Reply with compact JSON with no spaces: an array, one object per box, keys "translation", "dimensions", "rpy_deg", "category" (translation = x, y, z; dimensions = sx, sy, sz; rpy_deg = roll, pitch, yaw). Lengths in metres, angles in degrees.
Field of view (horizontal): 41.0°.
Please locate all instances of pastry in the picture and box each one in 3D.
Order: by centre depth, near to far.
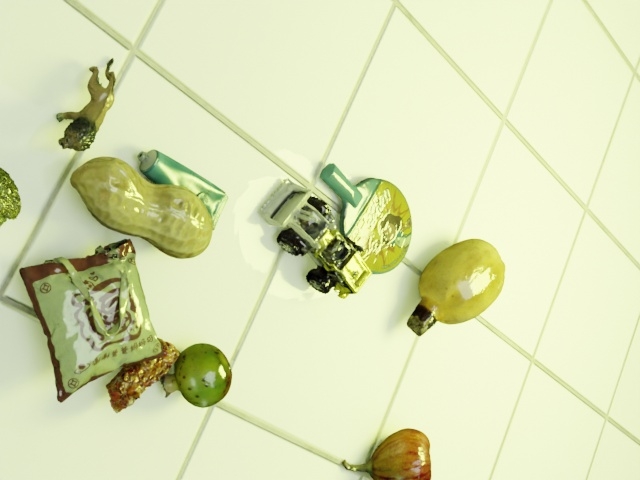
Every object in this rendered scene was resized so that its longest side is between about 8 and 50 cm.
[{"translation":[-0.332,0.241,1.567],"dimensions":[0.063,0.087,0.169],"rpy_deg":[55,45,-11],"category":"pastry"}]

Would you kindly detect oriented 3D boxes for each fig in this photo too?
[{"translation":[0.183,0.539,2.023],"dimensions":[0.202,0.149,0.148],"rpy_deg":[-35,150,-6],"category":"fig"}]

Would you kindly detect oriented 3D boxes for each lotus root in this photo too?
[{"translation":[0.325,0.119,2.094],"dimensions":[0.310,0.183,0.182],"rpy_deg":[-36,117,-27],"category":"lotus root"}]

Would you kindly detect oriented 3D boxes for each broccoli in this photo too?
[{"translation":[-0.536,-0.067,1.339],"dimensions":[0.130,0.131,0.120],"rpy_deg":[19,122,-43],"category":"broccoli"}]

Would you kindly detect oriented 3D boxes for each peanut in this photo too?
[{"translation":[-0.308,-0.060,1.522],"dimensions":[0.298,0.136,0.120],"rpy_deg":[28,31,-40],"category":"peanut"}]

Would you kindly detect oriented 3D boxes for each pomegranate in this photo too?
[{"translation":[-0.232,0.258,1.645],"dimensions":[0.130,0.130,0.130],"rpy_deg":[-5,98,-41],"category":"pomegranate"}]

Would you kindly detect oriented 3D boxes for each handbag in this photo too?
[{"translation":[-0.389,0.131,1.479],"dimensions":[0.213,0.127,0.235],"rpy_deg":[-19,96,-35],"category":"handbag"}]

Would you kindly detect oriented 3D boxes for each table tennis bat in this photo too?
[{"translation":[0.107,-0.056,1.960],"dimensions":[0.329,0.044,0.215],"rpy_deg":[47,67,-36],"category":"table tennis bat"}]

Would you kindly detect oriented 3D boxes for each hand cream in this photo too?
[{"translation":[-0.262,-0.103,1.626],"dimensions":[0.224,0.048,0.083],"rpy_deg":[37,68,-43],"category":"hand cream"}]

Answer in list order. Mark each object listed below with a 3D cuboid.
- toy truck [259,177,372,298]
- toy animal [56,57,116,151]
[{"translation":[0.000,0.000,1.818],"dimensions":[0.286,0.111,0.136],"rpy_deg":[50,64,-27],"category":"toy truck"},{"translation":[-0.396,-0.231,1.475],"dimensions":[0.069,0.086,0.219],"rpy_deg":[39,51,-40],"category":"toy animal"}]
